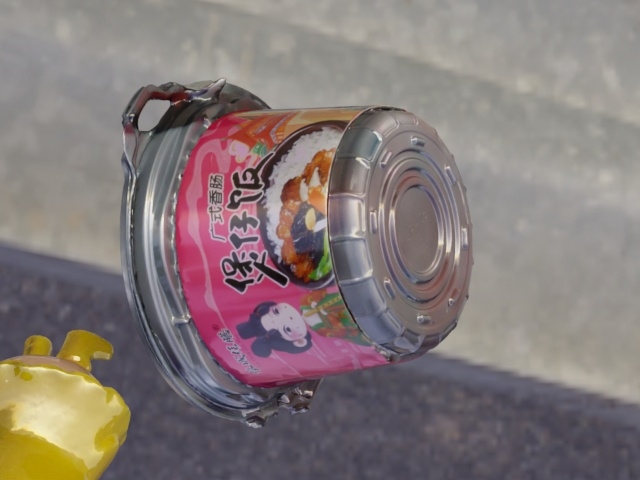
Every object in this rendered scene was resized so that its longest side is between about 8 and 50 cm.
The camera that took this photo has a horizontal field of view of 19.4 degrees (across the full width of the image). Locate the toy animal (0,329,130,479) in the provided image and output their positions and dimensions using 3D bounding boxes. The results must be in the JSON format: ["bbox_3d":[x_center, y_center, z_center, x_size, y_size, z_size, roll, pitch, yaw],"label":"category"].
[{"bbox_3d":[-0.215,0.163,1.360,0.156,0.230,0.156,6,137,5],"label":"toy animal"}]

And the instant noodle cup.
[{"bbox_3d":[0.000,0.000,1.387,0.181,0.258,0.302,-7,140,33],"label":"instant noodle cup"}]
